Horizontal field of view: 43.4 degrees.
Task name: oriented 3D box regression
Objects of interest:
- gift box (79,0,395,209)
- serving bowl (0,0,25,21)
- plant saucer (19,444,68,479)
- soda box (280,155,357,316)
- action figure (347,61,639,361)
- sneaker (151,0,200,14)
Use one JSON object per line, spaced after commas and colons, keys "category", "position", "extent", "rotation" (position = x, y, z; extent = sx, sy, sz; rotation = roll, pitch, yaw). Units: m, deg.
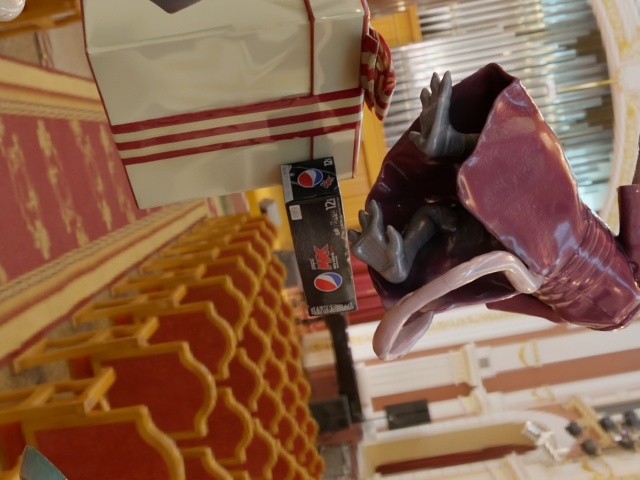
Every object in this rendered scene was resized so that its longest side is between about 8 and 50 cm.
{"category": "gift box", "position": [-0.073, -0.196, 0.737], "extent": [0.276, 0.258, 0.255], "rotation": [96, -18, -63]}
{"category": "serving bowl", "position": [-0.437, -0.344, 1.097], "extent": [0.083, 0.027, 0.083], "rotation": [21, 63, -48]}
{"category": "plant saucer", "position": [-0.229, 0.233, 0.710], "extent": [0.119, 0.021, 0.119], "rotation": [33, -35, 27]}
{"category": "soda box", "position": [0.000, 0.000, 0.800], "extent": [0.169, 0.053, 0.060], "rotation": [81, 0, -45]}
{"category": "action figure", "position": [0.227, 0.002, 0.753], "extent": [0.370, 0.248, 0.276], "rotation": [27, 36, -27]}
{"category": "sneaker", "position": [-0.069, -0.095, 0.128], "extent": [0.153, 0.094, 0.235], "rotation": [65, 31, -29]}
